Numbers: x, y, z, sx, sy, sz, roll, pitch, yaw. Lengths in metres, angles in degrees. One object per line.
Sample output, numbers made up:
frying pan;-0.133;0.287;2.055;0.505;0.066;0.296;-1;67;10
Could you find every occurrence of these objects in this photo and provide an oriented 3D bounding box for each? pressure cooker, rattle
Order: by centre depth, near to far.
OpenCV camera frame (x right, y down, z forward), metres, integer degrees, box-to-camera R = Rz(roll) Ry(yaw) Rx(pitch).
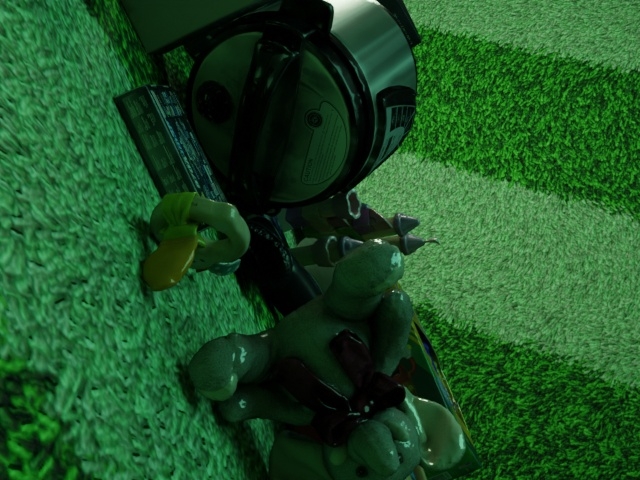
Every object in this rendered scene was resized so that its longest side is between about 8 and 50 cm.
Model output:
rattle;-0.154;0.040;0.988;0.199;0.130;0.142;108;-22;-57
pressure cooker;-0.043;-0.259;1.484;0.369;0.376;0.420;64;34;-14

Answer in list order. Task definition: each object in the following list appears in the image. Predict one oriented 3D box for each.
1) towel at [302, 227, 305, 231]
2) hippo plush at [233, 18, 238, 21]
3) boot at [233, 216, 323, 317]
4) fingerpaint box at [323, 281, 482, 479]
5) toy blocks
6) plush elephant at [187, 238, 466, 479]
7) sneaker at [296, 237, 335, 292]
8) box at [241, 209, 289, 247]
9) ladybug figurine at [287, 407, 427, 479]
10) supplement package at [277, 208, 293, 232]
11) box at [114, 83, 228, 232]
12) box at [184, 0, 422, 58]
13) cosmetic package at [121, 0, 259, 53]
towel;0.000;0.000;2.286;0.336;0.040;0.243;54;-9;42
hippo plush;-0.085;-0.350;1.875;0.294;0.234;0.236;41;31;10
boot;-0.074;0.068;1.420;0.246;0.094;0.207;59;3;-6
fingerpaint box;0.190;0.313;1.727;0.445;0.163;0.371;56;12;-59
toy blocks;0.096;-0.045;1.756;0.288;0.260;0.308;41;46;-51
plush elephant;0.032;0.202;0.967;0.255;0.272;0.330;57;-7;18
sneaker;0.026;0.118;2.076;0.169;0.108;0.292;59;7;-29
box;-0.121;-0.036;1.704;0.225;0.037;0.136;-10;77;-83
ladybug figurine;0.055;0.333;1.213;0.449;0.162;0.305;-107;170;-50
supplement package;-0.087;-0.146;1.967;0.244;0.134;0.139;-103;168;-60
box;-0.212;-0.122;1.171;0.175;0.051;0.220;-81;147;-79
box;-0.064;-0.598;1.994;0.480;0.472;0.297;33;34;-61
cosmetic package;-0.188;-0.454;1.439;0.160;0.310;0.113;-93;159;-77
